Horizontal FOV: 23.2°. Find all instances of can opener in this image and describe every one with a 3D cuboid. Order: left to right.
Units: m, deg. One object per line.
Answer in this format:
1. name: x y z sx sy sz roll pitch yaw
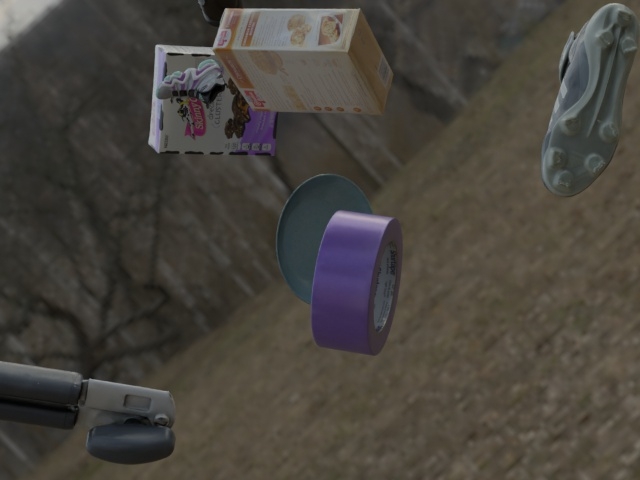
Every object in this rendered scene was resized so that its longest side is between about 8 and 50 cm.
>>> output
1. can opener: -0.309 0.201 1.838 0.095 0.283 0.076 -95 16 -59

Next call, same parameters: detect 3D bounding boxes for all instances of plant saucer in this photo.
1. plant saucer: 0.000 0.000 2.268 0.037 0.195 0.195 3 42 49

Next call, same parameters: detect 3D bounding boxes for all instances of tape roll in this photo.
1. tape roll: 0.051 0.057 2.105 0.189 0.080 0.189 9 -90 -75

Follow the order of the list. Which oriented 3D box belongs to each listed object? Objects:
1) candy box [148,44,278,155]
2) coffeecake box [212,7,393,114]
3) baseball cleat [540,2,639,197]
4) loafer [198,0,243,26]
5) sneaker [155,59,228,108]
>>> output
1. candy box: -0.168 -0.222 2.486 0.070 0.196 0.165 -138 51 -64
2. coffeecake box: -0.021 -0.224 1.962 0.185 0.142 0.068 4 63 24
3. baseball cleat: 0.266 -0.135 1.570 0.109 0.072 0.206 161 133 -79
4. loafer: -0.169 -0.425 2.315 0.080 0.220 0.078 -23 -24 2
5. sneaker: -0.176 -0.206 2.168 0.098 0.069 0.038 -27 -28 -4
